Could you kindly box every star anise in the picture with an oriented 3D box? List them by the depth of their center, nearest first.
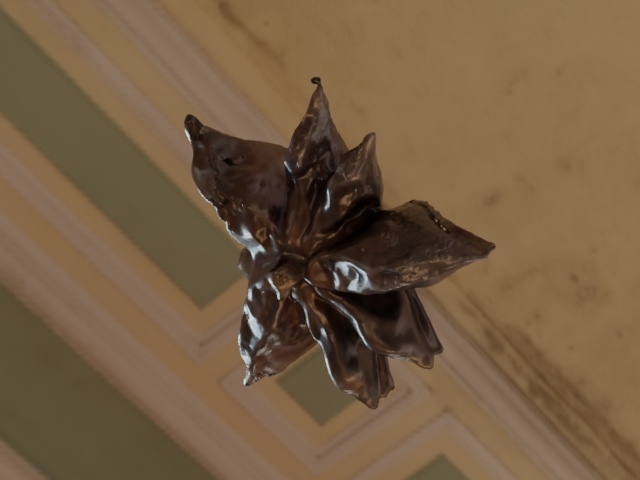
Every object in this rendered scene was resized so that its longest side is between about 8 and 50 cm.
[{"bbox_3d":[0.009,0.004,0.449,0.129,0.056,0.124,1,-71,42],"label":"star anise"}]
